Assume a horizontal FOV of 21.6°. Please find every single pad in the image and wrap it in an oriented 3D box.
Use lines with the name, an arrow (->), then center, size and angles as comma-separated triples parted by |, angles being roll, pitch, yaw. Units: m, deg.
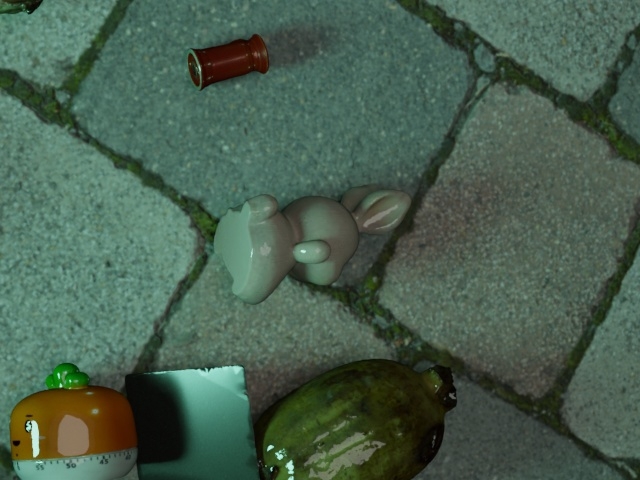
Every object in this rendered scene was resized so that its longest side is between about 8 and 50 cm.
pad -> -0.130, 0.240, 1.761 | 0.142, 0.003, 0.211 | -6, 92, 20

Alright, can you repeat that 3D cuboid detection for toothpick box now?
toothpick box -> -0.098, -0.192, 1.802 | 0.083, 0.047, 0.047 | -16, 94, -19

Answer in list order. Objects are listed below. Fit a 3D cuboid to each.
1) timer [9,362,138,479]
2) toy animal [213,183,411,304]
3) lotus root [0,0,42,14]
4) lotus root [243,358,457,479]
timer -> -0.253, 0.187, 1.714 | 0.136, 0.099, 0.136 | -2, 94, -30
toy animal -> 0.000, 0.002, 1.801 | 0.212, 0.124, 0.124 | -7, 91, -25
lotus root -> -0.338, -0.287, 1.711 | 0.144, 0.070, 0.143 | 36, 72, -11
lotus root -> 0.039, 0.206, 1.800 | 0.260, 0.128, 0.145 | -26, 87, -19
